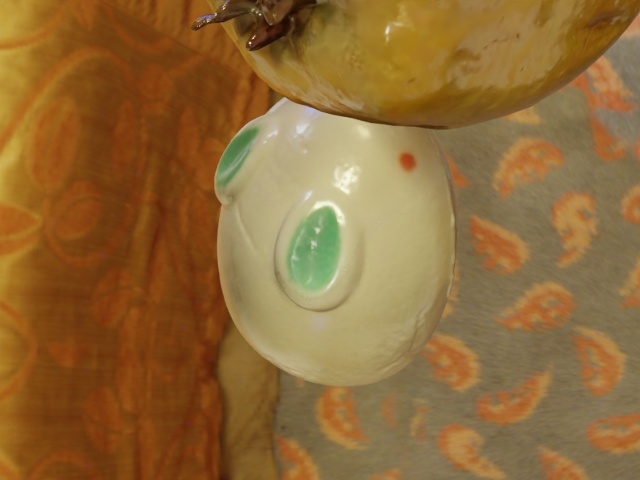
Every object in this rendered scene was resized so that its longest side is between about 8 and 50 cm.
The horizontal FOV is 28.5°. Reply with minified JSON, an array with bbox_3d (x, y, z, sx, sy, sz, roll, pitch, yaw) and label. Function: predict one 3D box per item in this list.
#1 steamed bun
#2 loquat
[{"bbox_3d":[0.000,0.000,0.841,0.130,0.228,0.177,-18,54,-28],"label":"steamed bun"},{"bbox_3d":[0.045,-0.140,0.516,0.234,0.187,0.176,-31,38,-18],"label":"loquat"}]
